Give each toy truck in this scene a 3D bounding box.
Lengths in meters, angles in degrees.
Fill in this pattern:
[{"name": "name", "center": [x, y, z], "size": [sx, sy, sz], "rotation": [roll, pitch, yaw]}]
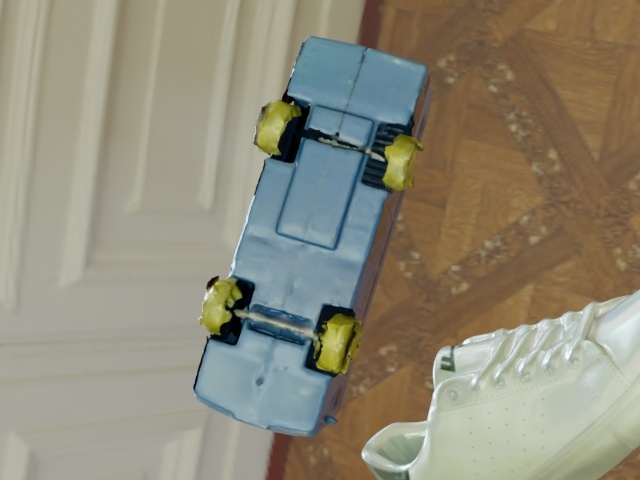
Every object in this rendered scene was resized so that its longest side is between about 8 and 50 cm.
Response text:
[{"name": "toy truck", "center": [0.000, 0.000, 1.180], "size": [0.161, 0.162, 0.385], "rotation": [15, 83, 11]}]

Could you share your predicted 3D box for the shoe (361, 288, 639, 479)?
[{"name": "shoe", "center": [0.119, 0.090, 0.682], "size": [0.110, 0.095, 0.265], "rotation": [40, 123, 8]}]
